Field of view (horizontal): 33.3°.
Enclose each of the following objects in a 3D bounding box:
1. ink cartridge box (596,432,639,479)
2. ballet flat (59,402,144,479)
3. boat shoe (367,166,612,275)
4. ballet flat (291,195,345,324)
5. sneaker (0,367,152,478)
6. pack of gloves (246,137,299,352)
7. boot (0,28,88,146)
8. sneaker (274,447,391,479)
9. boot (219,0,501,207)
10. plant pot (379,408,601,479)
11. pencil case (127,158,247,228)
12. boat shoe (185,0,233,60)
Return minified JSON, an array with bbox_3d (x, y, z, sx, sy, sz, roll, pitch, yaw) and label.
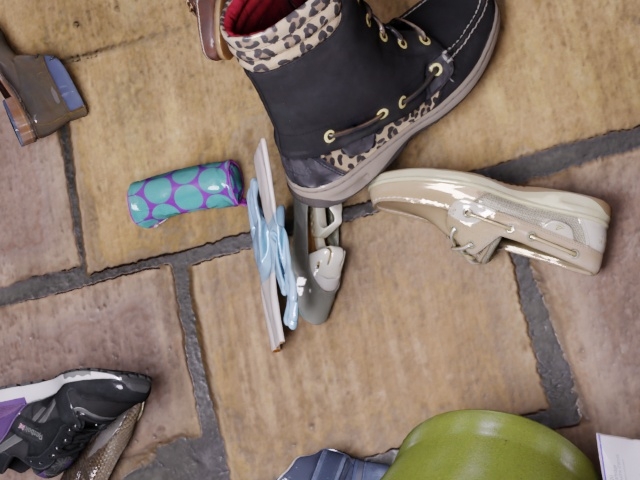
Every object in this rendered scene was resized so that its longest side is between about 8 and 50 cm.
[{"bbox_3d":[0.392,0.319,1.148,0.208,0.045,0.206,11,55,-15],"label":"ink cartridge box"},{"bbox_3d":[-0.298,0.297,1.416,0.084,0.058,0.250,15,76,49],"label":"ballet flat"},{"bbox_3d":[0.200,-0.022,1.321,0.302,0.109,0.098,10,81,11],"label":"boat shoe"},{"bbox_3d":[0.000,0.000,1.379,0.068,0.072,0.213,-17,70,45],"label":"ballet flat"},{"bbox_3d":[-0.318,0.240,1.373,0.283,0.107,0.124,-17,68,38],"label":"sneaker"},{"bbox_3d":[-0.048,0.010,1.347,0.046,0.195,0.232,-8,76,-14],"label":"pack of gloves"},{"bbox_3d":[-0.420,-0.241,1.554,0.106,0.082,0.219,-21,69,-13],"label":"boot"},{"bbox_3d":[0.004,0.364,1.295,0.163,0.086,0.226,18,74,6],"label":"sneaker"},{"bbox_3d":[0.056,-0.253,1.280,0.377,0.284,0.138,-45,48,-13],"label":"boot"},{"bbox_3d":[0.153,0.374,1.088,0.366,0.366,0.353,10,40,16],"label":"plant pot"},{"bbox_3d":[-0.181,-0.062,1.448,0.151,0.064,0.070,-12,114,11],"label":"pencil case"},{"bbox_3d":[-0.153,-0.344,1.496,0.073,0.073,0.207,-4,71,16],"label":"boat shoe"}]
